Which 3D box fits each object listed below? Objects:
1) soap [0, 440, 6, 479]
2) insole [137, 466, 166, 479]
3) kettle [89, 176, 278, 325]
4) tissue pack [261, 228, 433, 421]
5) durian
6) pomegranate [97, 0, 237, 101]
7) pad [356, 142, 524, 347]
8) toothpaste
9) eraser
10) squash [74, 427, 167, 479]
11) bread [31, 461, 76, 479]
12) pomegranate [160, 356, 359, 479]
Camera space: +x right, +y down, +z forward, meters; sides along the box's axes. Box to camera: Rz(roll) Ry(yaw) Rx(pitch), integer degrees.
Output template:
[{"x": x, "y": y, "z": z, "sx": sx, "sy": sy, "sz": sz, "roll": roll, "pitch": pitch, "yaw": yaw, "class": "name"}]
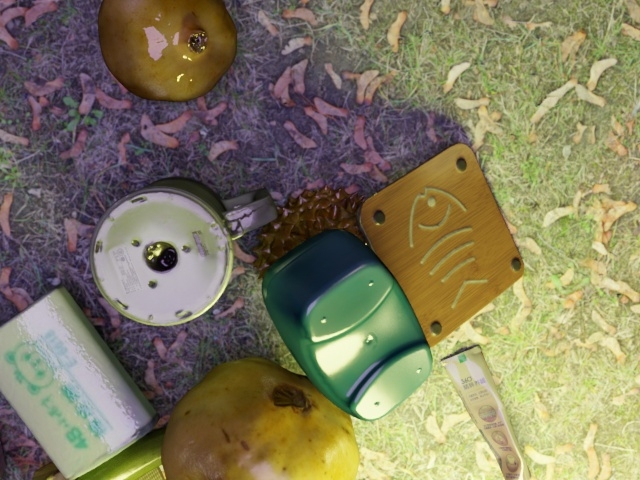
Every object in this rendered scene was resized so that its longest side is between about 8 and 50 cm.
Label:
[{"x": -0.780, "y": 0.472, "z": 1.500, "sx": 0.446, "sy": 0.156, "sz": 0.261, "roll": -10, "pitch": 98, "yaw": -2, "class": "soap"}, {"x": -0.295, "y": 0.482, "z": 1.591, "sx": 0.086, "sy": 0.005, "sz": 0.253, "roll": -30, "pitch": 98, "yaw": -28, "class": "insole"}, {"x": -0.220, "y": -0.018, "z": 1.391, "sx": 0.205, "sy": 0.318, "sz": 0.265, "roll": 39, "pitch": 92, "yaw": -7, "class": "kettle"}, {"x": 0.036, "y": 0.126, "z": 1.377, "sx": 0.198, "sy": 0.206, "sz": 0.287, "roll": -38, "pitch": 122, "yaw": -9, "class": "tissue pack"}, {"x": -0.007, "y": -0.008, "z": 1.517, "sx": 0.260, "sy": 0.154, "sz": 0.186, "roll": -44, "pitch": 73, "yaw": -5, "class": "durian"}, {"x": -0.248, "y": -0.334, "z": 1.407, "sx": 0.233, "sy": 0.233, "sz": 0.233, "roll": 0, "pitch": 98, "yaw": -4, "class": "pomegranate"}, {"x": 0.215, "y": 0.004, "z": 1.505, "sx": 0.286, "sy": 0.018, "sz": 0.284, "roll": -33, "pitch": 103, "yaw": -29, "class": "pad"}, {"x": 0.322, "y": 0.344, "z": 1.613, "sx": 0.075, "sy": 0.048, "sz": 0.301, "roll": -24, "pitch": 92, "yaw": 27, "class": "toothpaste"}, {"x": -0.432, "y": 0.244, "z": 1.476, "sx": 0.189, "sy": 0.104, "sz": 0.290, "roll": -34, "pitch": 95, "yaw": 8, "class": "eraser"}, {"x": -0.331, "y": 0.389, "z": 1.534, "sx": 0.252, "sy": 0.066, "sz": 0.066, "roll": -26, "pitch": 100, "yaw": -32, "class": "squash"}, {"x": -0.406, "y": 0.508, "z": 1.553, "sx": 0.178, "sy": 0.142, "sz": 0.266, "roll": -34, "pitch": 99, "yaw": -40, "class": "bread"}, {"x": -0.104, "y": 0.362, "z": 1.447, "sx": 0.333, "sy": 0.332, "sz": 0.332, "roll": 0, "pitch": 98, "yaw": -4, "class": "pomegranate"}]
